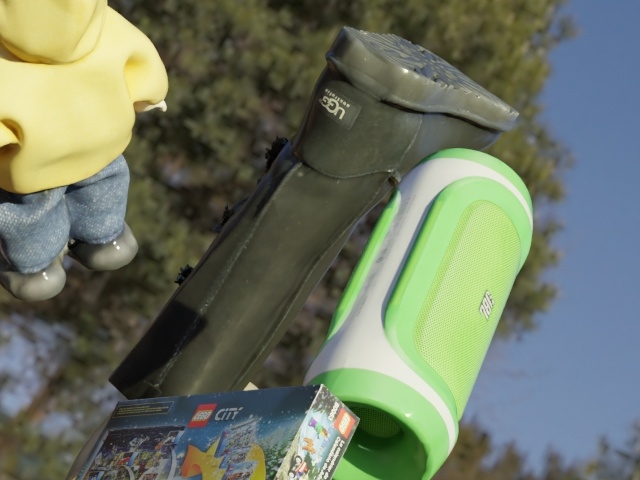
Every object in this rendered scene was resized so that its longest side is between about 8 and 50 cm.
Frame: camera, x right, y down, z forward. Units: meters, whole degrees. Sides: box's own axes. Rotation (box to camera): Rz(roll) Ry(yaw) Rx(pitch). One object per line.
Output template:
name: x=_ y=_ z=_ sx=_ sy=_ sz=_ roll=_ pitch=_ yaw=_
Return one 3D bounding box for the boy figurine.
boy figurine: x=-0.177 y=-0.085 z=1.197 sx=0.092 sy=0.177 sz=0.285 roll=48 pitch=-27 yaw=34

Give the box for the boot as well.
boot: x=-0.001 y=0.000 z=2.034 sx=0.146 sy=0.445 sz=0.367 roll=37 pitch=13 yaw=25

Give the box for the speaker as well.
speaker: x=0.079 y=0.057 z=1.511 sx=0.131 sy=0.296 sz=0.131 roll=13 pitch=-46 yaw=14

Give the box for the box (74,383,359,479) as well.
box: x=-0.094 y=0.182 z=1.334 sx=0.233 sy=0.159 sz=0.044 roll=-9 pitch=-46 yaw=47

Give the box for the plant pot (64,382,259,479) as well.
plant pot: x=-0.142 y=0.258 z=2.201 sx=0.284 sy=0.191 sz=0.284 roll=7 pitch=-40 yaw=6
